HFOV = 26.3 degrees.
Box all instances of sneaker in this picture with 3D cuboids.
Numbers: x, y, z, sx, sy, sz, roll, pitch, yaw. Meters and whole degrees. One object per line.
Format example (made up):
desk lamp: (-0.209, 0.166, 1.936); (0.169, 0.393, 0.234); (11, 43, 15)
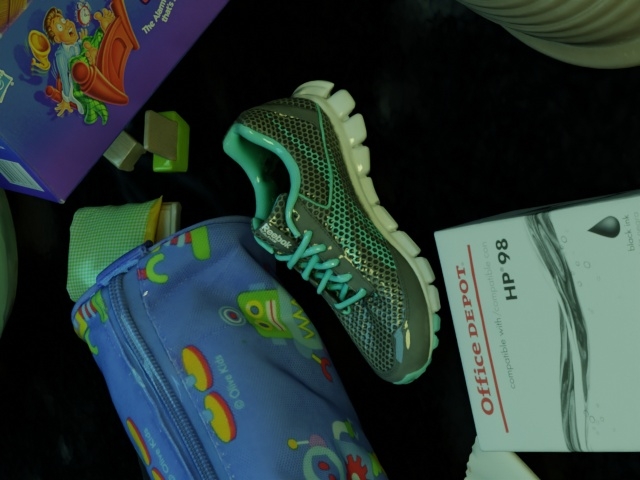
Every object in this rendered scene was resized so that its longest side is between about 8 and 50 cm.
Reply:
sneaker: (0.000, 0.000, 0.695); (0.065, 0.076, 0.166); (-40, 70, 46)

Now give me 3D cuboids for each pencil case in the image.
pencil case: (-0.023, 0.129, 0.691); (0.119, 0.133, 0.306); (-35, 63, 12)

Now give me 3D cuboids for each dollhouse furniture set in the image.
dollhouse furniture set: (-0.123, -0.038, 0.803); (0.076, 0.058, 0.151); (-3, 79, 22)

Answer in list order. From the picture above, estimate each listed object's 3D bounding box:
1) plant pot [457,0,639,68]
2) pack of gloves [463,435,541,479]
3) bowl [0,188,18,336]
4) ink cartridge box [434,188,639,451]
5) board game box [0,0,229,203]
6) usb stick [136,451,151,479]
plant pot: (0.071, -0.172, 0.507); (0.237, 0.110, 0.237); (42, 141, 46)
pack of gloves: (0.137, 0.227, 0.640); (0.232, 0.046, 0.195); (44, 134, 41)
bowl: (-0.337, 0.009, 1.007); (0.311, 0.163, 0.311); (14, 109, 46)
ink cartridge box: (0.115, 0.035, 0.587); (0.180, 0.060, 0.104); (-11, 92, 49)
board game box: (-0.186, -0.154, 0.750); (0.347, 0.233, 0.078); (13, 149, 46)
usb stick: (-0.077, 0.146, 0.842); (0.077, 0.045, 0.278); (-17, 87, 40)
